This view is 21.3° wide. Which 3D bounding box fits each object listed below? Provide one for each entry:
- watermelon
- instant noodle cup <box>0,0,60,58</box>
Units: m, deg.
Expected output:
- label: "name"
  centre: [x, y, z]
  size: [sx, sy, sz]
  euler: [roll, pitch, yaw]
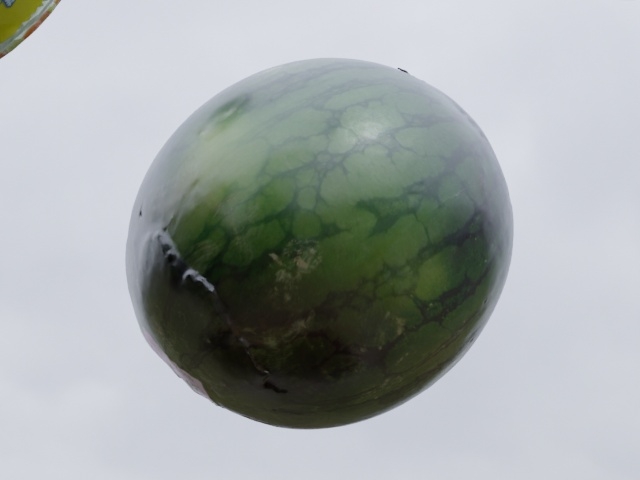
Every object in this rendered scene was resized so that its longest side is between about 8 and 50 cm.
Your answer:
- label: "watermelon"
  centre: [0.000, 0.000, 1.552]
  size: [0.363, 0.363, 0.363]
  euler: [1, -22, 0]
- label: "instant noodle cup"
  centre: [-0.225, -0.185, 0.826]
  size: [0.205, 0.205, 0.153]
  euler: [-3, -37, 10]
